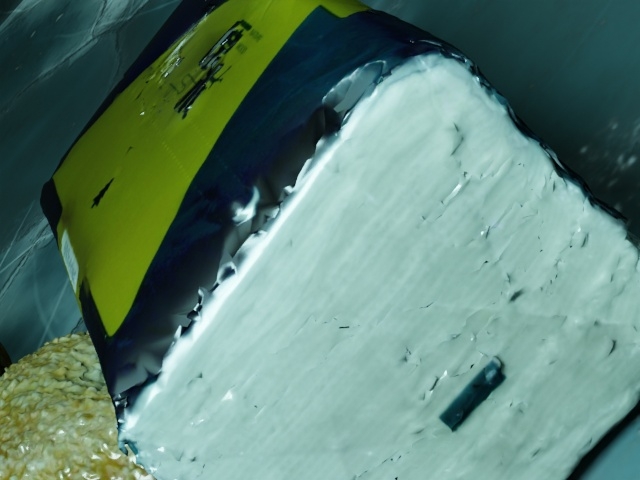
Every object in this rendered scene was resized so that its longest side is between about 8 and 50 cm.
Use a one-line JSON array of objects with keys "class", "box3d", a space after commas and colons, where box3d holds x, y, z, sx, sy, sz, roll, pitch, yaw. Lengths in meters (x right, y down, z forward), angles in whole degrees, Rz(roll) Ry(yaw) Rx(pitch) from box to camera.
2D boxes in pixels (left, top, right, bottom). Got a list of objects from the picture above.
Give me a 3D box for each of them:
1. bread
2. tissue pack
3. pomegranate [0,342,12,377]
[{"class": "bread", "box3d": [-0.174, 0.165, 1.123, 0.192, 0.171, 0.314, -12, 24, -1]}, {"class": "tissue pack", "box3d": [0.000, 0.000, 1.009, 0.264, 0.253, 0.416, -49, 22, 5]}, {"class": "pomegranate", "box3d": [-0.405, 0.152, 1.500, 0.260, 0.260, 0.260, -40, 26, 24]}]
